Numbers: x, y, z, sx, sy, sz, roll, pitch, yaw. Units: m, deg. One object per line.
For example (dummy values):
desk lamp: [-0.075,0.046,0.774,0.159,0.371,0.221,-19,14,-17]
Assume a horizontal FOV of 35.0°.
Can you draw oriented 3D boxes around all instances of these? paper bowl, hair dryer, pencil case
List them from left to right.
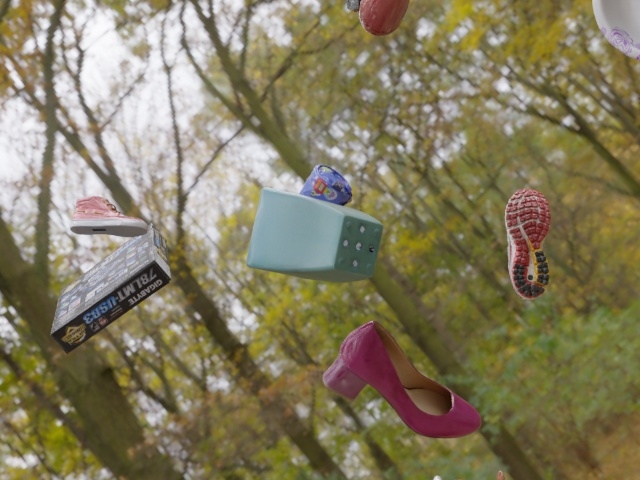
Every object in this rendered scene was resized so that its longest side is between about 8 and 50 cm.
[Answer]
pencil case: [-0.024,-0.056,2.756,0.306,0.133,0.119,-58,-8,23]
hair dryer: [0.077,-0.459,1.737,0.080,0.293,0.223,-27,-57,-12]
paper bowl: [0.725,-0.512,2.121,0.284,0.284,0.148,-49,-15,22]

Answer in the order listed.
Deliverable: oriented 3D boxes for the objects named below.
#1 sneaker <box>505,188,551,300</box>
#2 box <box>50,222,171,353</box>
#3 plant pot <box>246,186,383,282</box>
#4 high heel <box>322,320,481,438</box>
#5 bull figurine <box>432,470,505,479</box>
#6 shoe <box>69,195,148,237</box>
sneaker: [0.394,0.008,1.961,0.092,0.088,0.225,84,-169,-74]
box: [-0.493,0.107,2.397,0.295,0.073,0.293,-36,19,2]
plant pot: [0.000,0.000,1.984,0.165,0.234,0.165,13,-91,-39]
high heel: [0.203,0.286,2.050,0.377,0.127,0.181,20,-54,-24]
bull figurine: [0.248,0.557,2.097,0.310,0.101,0.188,-15,-3,-26]
shoe: [-0.469,-0.057,2.269,0.178,0.081,0.063,1,-26,7]
